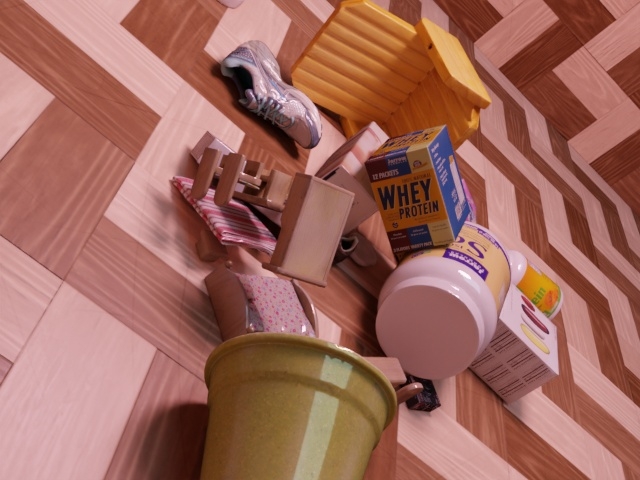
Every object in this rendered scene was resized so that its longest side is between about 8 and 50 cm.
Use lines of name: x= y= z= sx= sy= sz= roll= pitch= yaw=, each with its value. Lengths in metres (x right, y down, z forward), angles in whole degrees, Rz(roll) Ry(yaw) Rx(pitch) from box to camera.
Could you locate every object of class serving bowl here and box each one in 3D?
serving bowl: x=0.083 y=0.025 z=1.774 sx=0.083 sy=0.027 sz=0.083 roll=34 pitch=34 yaw=-27

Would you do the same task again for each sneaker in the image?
sneaker: x=0.000 y=0.000 z=1.640 sx=0.188 sy=0.071 sz=0.066 roll=8 pitch=51 yaw=-51
sneaker: x=-0.116 y=-0.303 z=1.813 sx=0.283 sy=0.110 sz=0.122 roll=50 pitch=47 yaw=1

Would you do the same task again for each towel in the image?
towel: x=-0.169 y=-0.043 z=1.450 sx=0.144 sy=0.029 sz=0.197 roll=17 pitch=23 yaw=-47

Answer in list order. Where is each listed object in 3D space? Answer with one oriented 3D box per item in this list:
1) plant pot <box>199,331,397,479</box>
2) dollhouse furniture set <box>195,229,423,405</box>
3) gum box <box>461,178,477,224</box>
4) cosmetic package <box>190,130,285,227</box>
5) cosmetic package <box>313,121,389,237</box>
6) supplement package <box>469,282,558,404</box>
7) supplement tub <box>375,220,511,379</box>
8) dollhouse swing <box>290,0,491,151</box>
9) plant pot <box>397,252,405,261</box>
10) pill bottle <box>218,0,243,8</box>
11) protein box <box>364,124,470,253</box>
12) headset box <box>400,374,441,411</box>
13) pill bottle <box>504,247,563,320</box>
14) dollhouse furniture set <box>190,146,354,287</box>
plant pot: x=-0.051 y=0.303 z=1.078 sx=0.276 sy=0.276 sz=0.254 roll=37 pitch=44 yaw=-25
dollhouse furniture set: x=-0.006 y=0.120 z=1.396 sx=0.303 sy=0.174 sz=0.355 roll=12 pitch=48 yaw=-49
gum box: x=0.380 y=-0.069 z=2.227 sx=0.107 sy=0.062 sz=0.188 roll=61 pitch=23 yaw=-28
cosmetic package: x=-0.132 y=-0.106 z=1.553 sx=0.239 sy=0.060 sz=0.099 roll=38 pitch=4 yaw=-23
cosmetic package: x=0.072 y=-0.134 z=1.811 sx=0.129 sy=0.153 sz=0.296 roll=48 pitch=28 yaw=-8
supplement package: x=0.430 y=0.226 z=1.914 sx=0.203 sy=0.149 sz=0.194 roll=43 pitch=30 yaw=-13
supplement tub: x=0.256 y=0.117 z=1.697 sx=0.241 sy=0.241 sz=0.331 roll=50 pitch=29 yaw=-4
dollhouse swing: x=0.143 y=-0.340 z=1.949 sx=0.305 sy=0.347 sz=0.315 roll=11 pitch=47 yaw=-38
plant pot: x=0.224 y=0.031 z=1.919 sx=0.083 sy=0.081 sz=0.081 roll=3 pitch=54 yaw=-38
pill bottle: x=-0.159 y=-0.705 z=1.987 sx=0.162 sy=0.278 sz=0.162 roll=35 pitch=34 yaw=-28
protein box: x=0.206 y=-0.109 z=1.700 sx=0.200 sy=0.136 sz=0.201 roll=-48 pitch=122 yaw=-62
headset box: x=0.193 y=0.301 z=1.618 sx=0.083 sy=0.032 sz=0.062 roll=20 pitch=42 yaw=-46
pill bottle: x=0.515 y=0.111 z=2.173 sx=0.246 sy=0.136 sz=0.136 roll=38 pitch=32 yaw=-23
dollhouse furniture set: x=-0.078 y=-0.035 z=1.380 sx=0.212 sy=0.161 sz=0.242 roll=20 pitch=-1 yaw=-40
